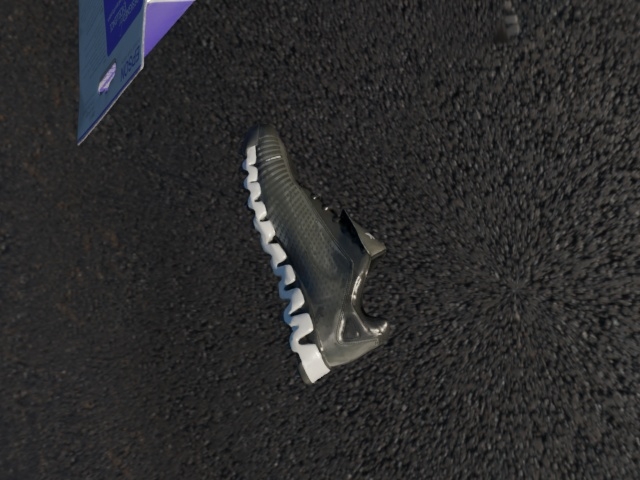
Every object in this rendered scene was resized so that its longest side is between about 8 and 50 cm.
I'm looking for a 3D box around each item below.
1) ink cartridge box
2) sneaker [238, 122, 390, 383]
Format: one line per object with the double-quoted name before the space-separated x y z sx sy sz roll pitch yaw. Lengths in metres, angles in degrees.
"ink cartridge box" -0.153 -0.197 0.566 0.206 0.045 0.208 -14 76 59
"sneaker" 0.000 0.000 0.634 0.106 0.078 0.234 -17 82 4
